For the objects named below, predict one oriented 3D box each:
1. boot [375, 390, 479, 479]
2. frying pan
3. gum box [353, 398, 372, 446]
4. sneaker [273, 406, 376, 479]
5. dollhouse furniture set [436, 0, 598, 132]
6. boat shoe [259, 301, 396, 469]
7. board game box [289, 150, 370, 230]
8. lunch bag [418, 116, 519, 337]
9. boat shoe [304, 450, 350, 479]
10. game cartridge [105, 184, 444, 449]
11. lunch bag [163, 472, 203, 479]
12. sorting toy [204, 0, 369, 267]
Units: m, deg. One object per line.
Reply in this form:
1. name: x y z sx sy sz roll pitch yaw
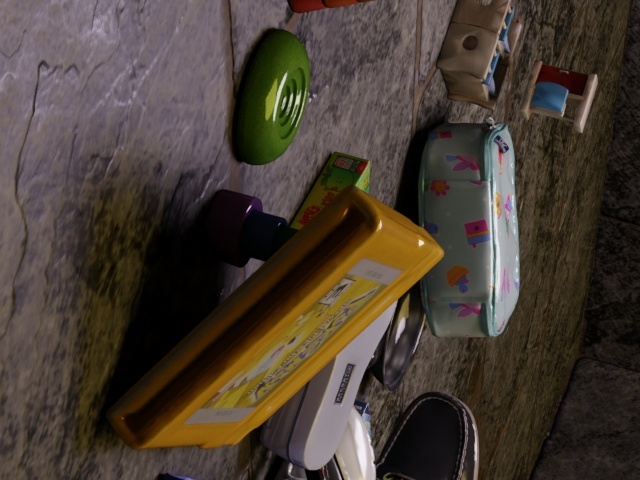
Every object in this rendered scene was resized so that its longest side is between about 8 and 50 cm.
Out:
1. boot: 0.085 0.338 2.264 0.377 0.138 0.284 -64 163 -13
2. frying pan: 0.082 0.132 2.346 0.326 0.053 0.197 -54 154 -51
3. gum box: 0.015 0.312 2.310 0.157 0.041 0.184 83 26 -55
4. sneaker: -0.021 0.316 2.070 0.129 0.111 0.297 53 53 -65
5. dollhouse furniture set: 0.263 -0.239 2.371 0.129 0.184 0.129 54 53 -71
6. boat shoe: 0.003 0.115 1.986 0.095 0.084 0.258 32 79 -56
7. board game box: 0.000 0.000 1.933 0.092 0.043 0.181 92 21 -44
8. lunch bag: 0.199 -0.023 2.397 0.224 0.108 0.279 -32 122 -72
9. boat shoe: -0.010 0.223 2.033 0.133 0.042 0.049 68 -26 14
10. game cartridge: -0.026 0.080 1.642 0.285 0.052 0.324 -43 165 6
11. lunch bag: -0.036 0.417 1.825 0.385 0.239 0.327 36 70 -71
12. sorting toy: 0.010 -0.139 1.670 0.127 0.126 0.365 55 51 -71
